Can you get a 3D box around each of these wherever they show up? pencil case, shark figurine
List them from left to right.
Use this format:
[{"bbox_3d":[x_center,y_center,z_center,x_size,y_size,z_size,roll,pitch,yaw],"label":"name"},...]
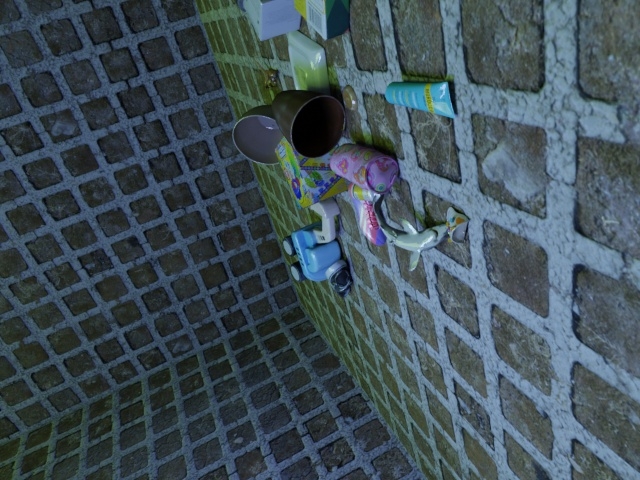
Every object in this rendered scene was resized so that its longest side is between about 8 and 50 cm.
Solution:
[{"bbox_3d":[0.132,-0.230,1.453,0.284,0.124,0.124,41,152,63],"label":"pencil case"},{"bbox_3d":[0.252,-0.025,1.350,0.278,0.116,0.166,32,121,40],"label":"shark figurine"}]

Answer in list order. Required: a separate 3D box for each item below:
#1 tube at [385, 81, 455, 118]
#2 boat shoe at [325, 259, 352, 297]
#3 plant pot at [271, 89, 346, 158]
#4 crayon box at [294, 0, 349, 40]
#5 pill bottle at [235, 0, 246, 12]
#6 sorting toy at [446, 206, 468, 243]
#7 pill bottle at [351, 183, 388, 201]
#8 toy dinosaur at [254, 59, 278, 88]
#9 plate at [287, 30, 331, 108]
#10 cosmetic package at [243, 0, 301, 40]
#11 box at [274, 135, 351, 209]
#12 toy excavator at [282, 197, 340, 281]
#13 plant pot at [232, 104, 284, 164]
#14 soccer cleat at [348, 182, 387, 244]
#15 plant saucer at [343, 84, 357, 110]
[{"bbox_3d":[0.228,-0.328,1.059,0.207,0.052,0.080,35,158,55],"label":"tube"},{"bbox_3d":[0.109,0.197,2.325,0.119,0.121,0.335,52,174,21],"label":"boat shoe"},{"bbox_3d":[-0.066,-0.425,1.594,0.230,0.215,0.215,43,155,41],"label":"plant pot"},{"bbox_3d":[-0.006,-0.721,1.203,0.202,0.081,0.318,58,165,31],"label":"crayon box"},{"bbox_3d":[-0.279,-0.956,1.755,0.245,0.131,0.130,63,166,17],"label":"pill bottle"},{"bbox_3d":[0.334,-0.042,1.165,0.083,0.045,0.075,82,179,-49],"label":"sorting toy"},{"bbox_3d":[0.161,-0.159,1.506,0.116,0.065,0.065,12,128,46],"label":"pill bottle"},{"bbox_3d":[-0.235,-0.756,2.125,0.211,0.064,0.112,37,131,47],"label":"toy dinosaur"},{"bbox_3d":[-0.045,-0.588,1.668,0.278,0.045,0.277,53,162,43],"label":"plate"},{"bbox_3d":[-0.155,-0.787,1.517,0.151,0.152,0.183,65,167,9],"label":"cosmetic package"},{"bbox_3d":[-0.032,-0.291,1.850,0.279,0.177,0.290,68,167,-4],"label":"box"},{"bbox_3d":[0.000,0.000,2.252,0.445,0.222,0.432,6,116,61],"label":"toy excavator"},{"bbox_3d":[-0.252,-0.527,2.196,0.284,0.284,0.190,82,-165,-49],"label":"plant pot"},{"bbox_3d":[0.169,-0.100,1.610,0.247,0.083,0.095,68,162,2],"label":"soccer cleat"},{"bbox_3d":[0.090,-0.443,1.453,0.083,0.015,0.083,60,166,26],"label":"plant saucer"}]
